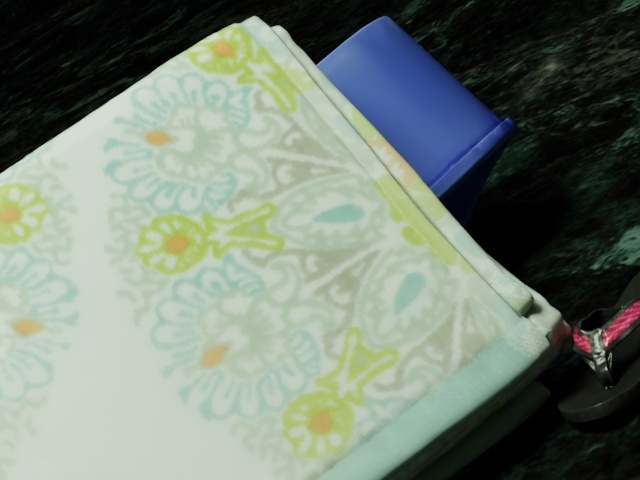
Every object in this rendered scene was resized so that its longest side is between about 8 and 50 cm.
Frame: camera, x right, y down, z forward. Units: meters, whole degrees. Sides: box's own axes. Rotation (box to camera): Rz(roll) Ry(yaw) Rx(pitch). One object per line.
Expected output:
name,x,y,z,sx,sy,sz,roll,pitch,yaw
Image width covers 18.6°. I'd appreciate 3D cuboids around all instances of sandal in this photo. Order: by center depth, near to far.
sandal,0.184,0.051,1.199,0.067,0.040,0.179,-18,23,37

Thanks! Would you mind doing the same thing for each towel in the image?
towel,-0.078,0.064,1.204,0.374,0.320,0.090,-35,-23,-16

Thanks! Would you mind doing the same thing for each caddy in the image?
caddy,0.000,0.000,1.432,0.341,0.179,0.241,-42,-4,-28

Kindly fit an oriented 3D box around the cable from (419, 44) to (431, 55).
cable,0.002,-0.082,1.777,0.257,0.089,0.257,-31,17,2
